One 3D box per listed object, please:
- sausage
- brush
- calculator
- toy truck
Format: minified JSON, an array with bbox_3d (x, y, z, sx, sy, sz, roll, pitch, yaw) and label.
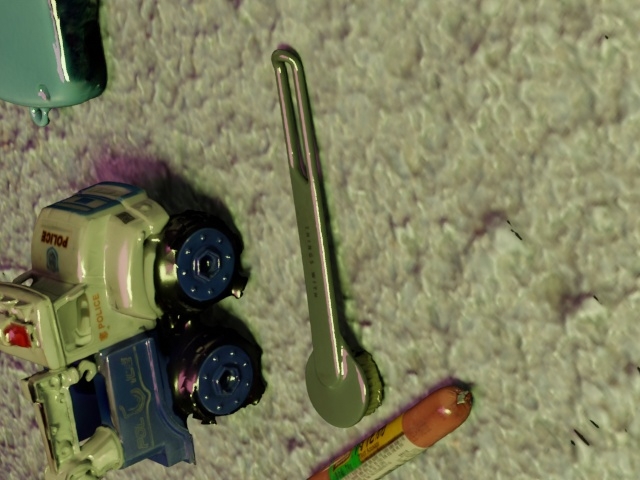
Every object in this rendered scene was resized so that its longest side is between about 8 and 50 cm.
[{"bbox_3d":[0.041,0.149,0.947,0.029,0.029,0.223,58,139,10],"label":"sausage"},{"bbox_3d":[0.000,0.000,0.934,0.062,0.027,0.266,3,106,47],"label":"brush"},{"bbox_3d":[-0.243,-0.230,1.068,0.173,0.051,0.293,13,117,43],"label":"calculator"},{"bbox_3d":[-0.162,0.070,1.022,0.161,0.177,0.213,10,115,47],"label":"toy truck"}]
